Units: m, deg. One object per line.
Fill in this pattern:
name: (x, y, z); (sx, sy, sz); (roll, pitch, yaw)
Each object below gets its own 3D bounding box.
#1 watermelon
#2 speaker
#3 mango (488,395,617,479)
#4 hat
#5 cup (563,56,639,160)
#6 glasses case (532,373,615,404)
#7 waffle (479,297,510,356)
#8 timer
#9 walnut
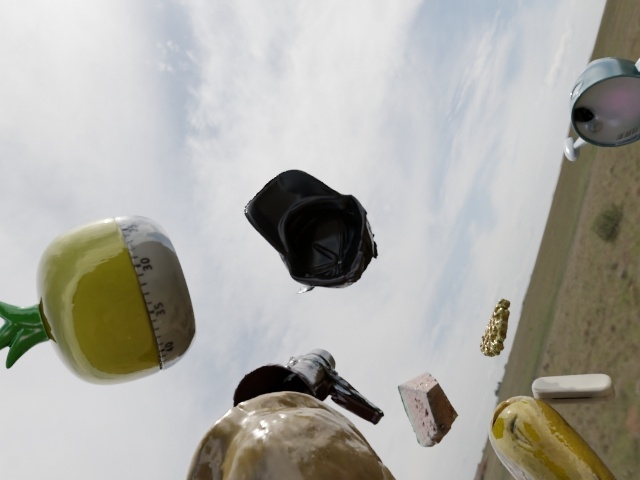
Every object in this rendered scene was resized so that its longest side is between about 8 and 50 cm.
watermelon: (0.319, 0.475, 1.252); (0.139, 0.193, 0.257); (-23, -23, -7)
speaker: (-0.003, 0.344, 1.020); (0.329, 0.259, 0.198); (-6, -88, -66)
mango: (0.557, 0.522, 1.039); (0.182, 0.365, 0.253); (-33, -75, -11)
hat: (-0.013, -0.002, 1.040); (0.238, 0.336, 0.209); (-46, -23, -14)
cup: (0.624, -0.314, 0.945); (0.300, 0.167, 0.173); (108, -177, -46)
glasses case: (0.681, 0.404, 1.184); (0.083, 0.196, 0.050); (-33, -77, -53)
waffle: (0.519, 0.265, 1.306); (0.192, 0.046, 0.161); (71, -149, -71)
timer: (-0.353, 0.103, 0.669); (0.285, 0.285, 0.285); (-38, -45, -49)
walnut: (-0.021, 0.447, 0.696); (0.383, 0.383, 0.384); (-38, -45, -49)
